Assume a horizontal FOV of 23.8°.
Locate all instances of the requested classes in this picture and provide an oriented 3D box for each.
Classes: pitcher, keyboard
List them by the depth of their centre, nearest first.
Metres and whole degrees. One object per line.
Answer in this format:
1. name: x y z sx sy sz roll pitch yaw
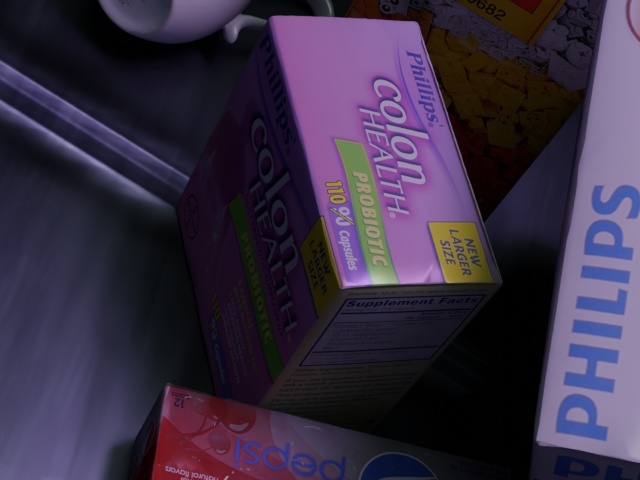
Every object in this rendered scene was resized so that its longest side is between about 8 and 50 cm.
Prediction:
1. keyboard: 0.169 0.138 1.207 0.192 0.038 0.100 -32 98 -38
2. pitcher: -0.082 -0.223 1.282 0.178 0.125 0.207 54 41 -3

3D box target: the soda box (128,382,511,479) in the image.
1. soda box: 0.000 0.186 1.058 0.263 0.083 0.092 15 53 -13

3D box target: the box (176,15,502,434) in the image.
1. box: 0.000 0.000 1.080 0.117 0.243 0.214 -1 60 -25

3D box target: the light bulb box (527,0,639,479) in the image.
1. light bulb box: 0.267 0.055 1.019 0.225 0.361 0.358 9 65 9

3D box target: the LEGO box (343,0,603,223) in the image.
1. LEGO box: 0.200 -0.311 1.293 0.193 0.372 0.500 30 52 -3
